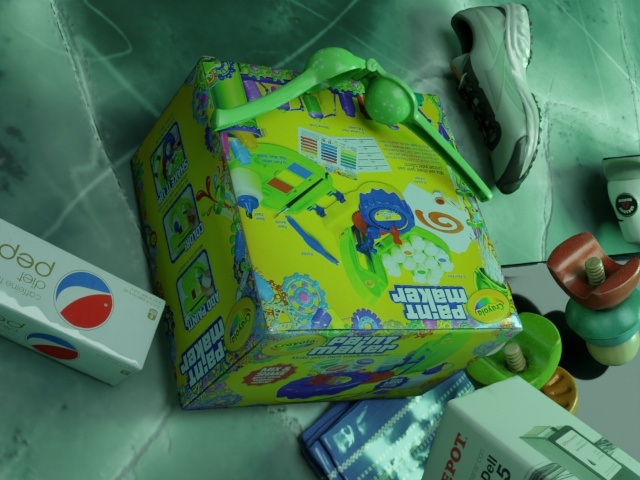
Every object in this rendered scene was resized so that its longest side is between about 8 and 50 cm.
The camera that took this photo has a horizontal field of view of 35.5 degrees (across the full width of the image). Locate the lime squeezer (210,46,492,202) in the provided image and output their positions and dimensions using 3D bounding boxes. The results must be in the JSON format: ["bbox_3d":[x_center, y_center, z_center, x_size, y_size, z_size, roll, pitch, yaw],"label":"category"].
[{"bbox_3d":[0.045,-0.121,0.934,0.310,0.059,0.110,13,54,-31],"label":"lime squeezer"}]

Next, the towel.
[{"bbox_3d":[0.139,0.288,1.073,0.243,0.040,0.336,-34,93,-43],"label":"towel"}]

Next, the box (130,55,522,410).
[{"bbox_3d":[0.000,0.000,0.983,0.289,0.177,0.279,4,58,-35],"label":"box"}]

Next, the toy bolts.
[{"bbox_3d":[0.250,0.108,1.122,0.228,0.218,0.159,-33,127,-9],"label":"toy bolts"}]

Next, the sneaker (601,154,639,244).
[{"bbox_3d":[0.526,-0.060,1.470,0.330,0.122,0.146,-8,93,-39],"label":"sneaker"}]

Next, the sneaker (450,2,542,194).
[{"bbox_3d":[0.226,-0.188,1.323,0.107,0.100,0.272,0,71,-10],"label":"sneaker"}]

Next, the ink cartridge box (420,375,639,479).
[{"bbox_3d":[0.215,0.281,0.891,0.114,0.199,0.273,-10,34,-41],"label":"ink cartridge box"}]

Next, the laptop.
[{"bbox_3d":[0.377,0.228,1.260,0.408,0.236,0.382,30,48,-62],"label":"laptop"}]

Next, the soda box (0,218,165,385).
[{"bbox_3d":[-0.251,0.047,0.873,0.216,0.069,0.074,29,56,-21],"label":"soda box"}]
